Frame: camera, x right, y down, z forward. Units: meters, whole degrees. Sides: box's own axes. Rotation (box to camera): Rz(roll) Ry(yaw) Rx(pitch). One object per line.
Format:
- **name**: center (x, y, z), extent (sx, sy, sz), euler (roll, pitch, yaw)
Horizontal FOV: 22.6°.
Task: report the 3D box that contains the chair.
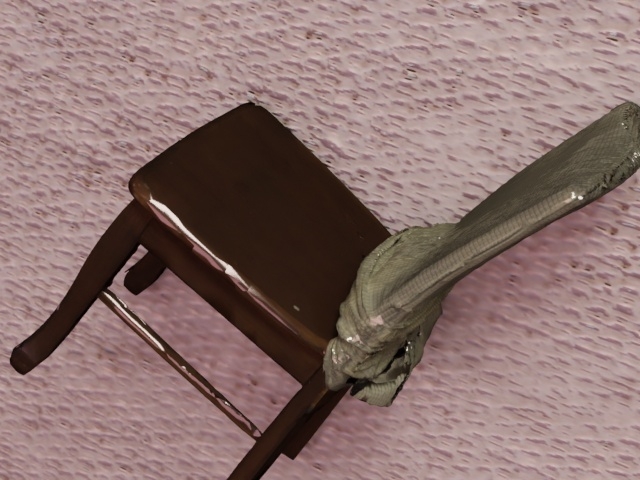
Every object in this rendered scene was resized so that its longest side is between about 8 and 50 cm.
- **chair**: center (0.000, 0.000, 0.865), extent (0.186, 0.160, 0.319), euler (44, 121, 4)
